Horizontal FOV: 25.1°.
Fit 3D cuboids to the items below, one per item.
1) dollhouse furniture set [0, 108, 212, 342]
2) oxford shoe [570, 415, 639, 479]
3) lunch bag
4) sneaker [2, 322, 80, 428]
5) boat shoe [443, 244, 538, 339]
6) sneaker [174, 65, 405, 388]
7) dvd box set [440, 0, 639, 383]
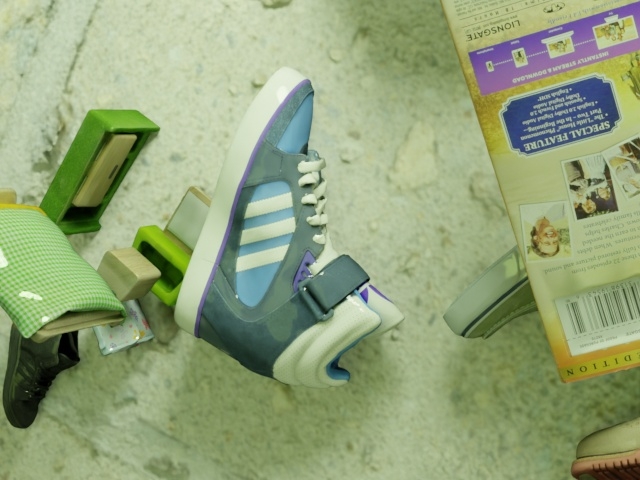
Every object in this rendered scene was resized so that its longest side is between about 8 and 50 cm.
[{"bbox_3d":[-0.248,-0.025,1.546,0.197,0.301,0.151,40,110,18],"label":"dollhouse furniture set"},{"bbox_3d":[0.406,0.160,1.410,0.348,0.123,0.130,-19,60,24],"label":"oxford shoe"},{"bbox_3d":[-0.238,0.095,1.670,0.053,0.083,0.071,-26,83,23],"label":"lunch bag"},{"bbox_3d":[-0.331,0.147,1.730,0.089,0.051,0.170,5,93,27],"label":"sneaker"},{"bbox_3d":[0.260,0.019,1.446,0.302,0.109,0.094,-38,82,18],"label":"boat shoe"},{"bbox_3d":[0.000,0.000,1.553,0.236,0.130,0.322,23,98,10],"label":"sneaker"},{"bbox_3d":[0.311,-0.093,1.317,0.308,0.062,0.420,-16,109,13],"label":"dvd box set"}]
